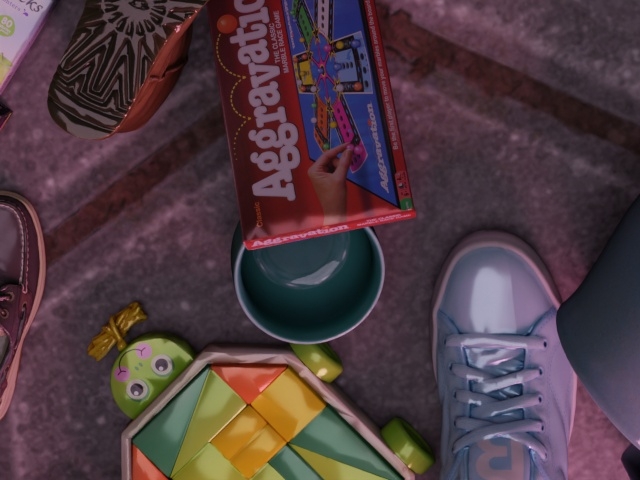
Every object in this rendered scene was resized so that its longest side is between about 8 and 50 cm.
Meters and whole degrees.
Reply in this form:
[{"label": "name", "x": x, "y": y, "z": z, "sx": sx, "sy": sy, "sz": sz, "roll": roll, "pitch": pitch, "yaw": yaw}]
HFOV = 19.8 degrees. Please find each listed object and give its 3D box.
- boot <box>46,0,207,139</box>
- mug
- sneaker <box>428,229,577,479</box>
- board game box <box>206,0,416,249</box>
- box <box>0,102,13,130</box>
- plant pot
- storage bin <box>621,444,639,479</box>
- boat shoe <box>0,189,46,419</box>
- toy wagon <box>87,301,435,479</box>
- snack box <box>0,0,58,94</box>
[{"label": "boot", "x": -0.136, "y": -0.187, "z": 1.489, "sx": 0.089, "sy": 0.269, "sz": 0.236, "roll": 35, "pitch": 97, "yaw": -2}, {"label": "mug", "x": -0.001, "y": 0.009, "z": 1.597, "sx": 0.158, "sy": 0.097, "sz": 0.129, "roll": -20, "pitch": 109, "yaw": 0}, {"label": "sneaker", "x": 0.165, "y": 0.178, "z": 1.597, "sx": 0.135, "sy": 0.150, "sz": 0.366, "roll": -5, "pitch": 99, "yaw": 2}, {"label": "board game box", "x": -0.015, "y": -0.139, "z": 1.551, "sx": 0.145, "sy": 0.027, "sz": 0.281, "roll": -12, "pitch": 71, "yaw": 5}, {"label": "box", "x": -0.326, "y": -0.110, "z": 1.618, "sx": 0.083, "sy": 0.052, "sz": 0.062, "roll": 34, "pitch": 99, "yaw": -2}, {"label": "plant pot", "x": 0.345, "y": 0.050, "z": 1.525, "sx": 0.255, "sy": 0.271, "sz": 0.271, "roll": -41, "pitch": 96, "yaw": 22}, {"label": "storage bin", "x": 0.353, "y": 0.212, "z": 1.629, "sx": 0.135, "sy": 0.098, "sz": 0.091, "roll": -29, "pitch": 107, "yaw": 6}, {"label": "boat shoe", "x": -0.297, "y": 0.069, "z": 1.635, "sx": 0.080, "sy": 0.073, "sz": 0.223, "roll": 12, "pitch": 100, "yaw": 0}, {"label": "toy wagon", "x": -0.077, "y": 0.201, "z": 1.651, "sx": 0.267, "sy": 0.068, "sz": 0.344, "roll": -44, "pitch": 95, "yaw": 8}, {"label": "snack box", "x": -0.291, "y": -0.210, "z": 1.607, "sx": 0.100, "sy": 0.037, "sz": 0.141, "roll": 33, "pitch": 99, "yaw": -4}]
